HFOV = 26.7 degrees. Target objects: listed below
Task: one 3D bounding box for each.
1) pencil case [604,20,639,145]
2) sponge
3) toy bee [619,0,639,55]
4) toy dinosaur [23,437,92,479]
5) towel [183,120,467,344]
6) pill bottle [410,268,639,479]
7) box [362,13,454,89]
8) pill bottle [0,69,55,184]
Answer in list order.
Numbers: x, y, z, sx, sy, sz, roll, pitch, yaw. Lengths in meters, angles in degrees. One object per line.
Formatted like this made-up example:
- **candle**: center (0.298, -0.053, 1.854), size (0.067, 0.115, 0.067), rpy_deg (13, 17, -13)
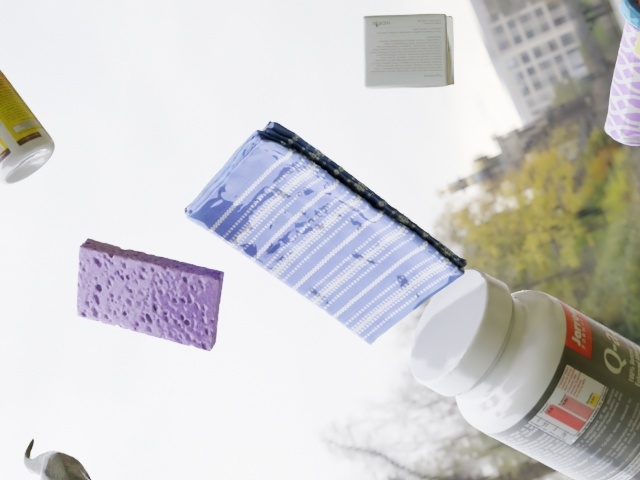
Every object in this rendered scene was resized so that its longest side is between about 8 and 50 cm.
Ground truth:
- **pencil case**: center (0.484, -0.240, 2.015), size (0.086, 0.088, 0.206), rpy_deg (-126, 32, -48)
- **sponge**: center (-0.239, 0.075, 1.874), size (0.031, 0.210, 0.117), rpy_deg (-53, -27, -60)
- **toy bee**: center (0.469, -0.365, 1.838), size (0.298, 0.195, 0.162), rpy_deg (51, -144, -8)
- **toy dinosaur**: center (-0.350, 0.373, 1.896), size (0.313, 0.121, 0.160), rpy_deg (-110, 22, -48)
- **towel**: center (0.000, 0.000, 1.805), size (0.336, 0.243, 0.040), rpy_deg (36, -133, -12)
- **pill bottle**: center (0.317, 0.195, 1.847), size (0.363, 0.210, 0.210), rpy_deg (29, -150, -20)
- **box**: center (0.106, -0.224, 1.597), size (0.101, 0.102, 0.087), rpy_deg (-37, -53, -77)
- **pill bottle**: center (-0.540, -0.204, 2.212), size (0.215, 0.117, 0.117), rpy_deg (53, -168, 8)
